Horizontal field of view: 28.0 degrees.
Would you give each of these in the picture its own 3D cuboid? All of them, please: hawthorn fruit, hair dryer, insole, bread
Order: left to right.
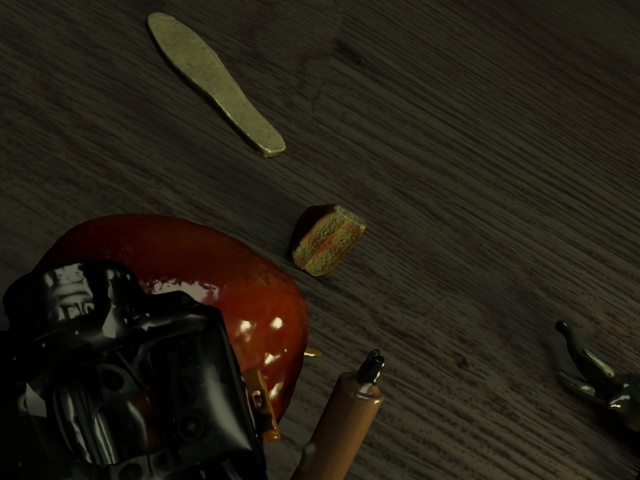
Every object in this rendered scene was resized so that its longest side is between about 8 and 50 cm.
[{"bbox_3d":[-0.090,0.070,0.858,0.251,0.189,0.189,-1,51,-35],"label":"hawthorn fruit"},{"bbox_3d":[-0.103,-0.153,1.240,0.192,0.010,0.063,47,36,11],"label":"insole"},{"bbox_3d":[-0.003,0.150,0.860,0.117,0.181,0.064,13,19,-31],"label":"hair dryer"},{"bbox_3d":[0.000,0.000,1.135,0.043,0.062,0.109,34,-6,-11],"label":"bread"}]

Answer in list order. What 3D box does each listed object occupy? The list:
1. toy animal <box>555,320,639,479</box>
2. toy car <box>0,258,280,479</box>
[{"bbox_3d":[0.324,0.185,1.199,0.269,0.082,0.137,33,33,-2],"label":"toy animal"},{"bbox_3d":[-0.170,0.131,0.674,0.301,0.118,0.193,-17,62,-3],"label":"toy car"}]
